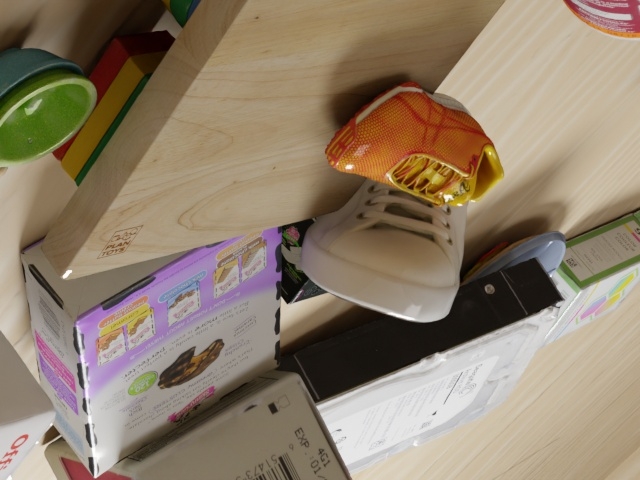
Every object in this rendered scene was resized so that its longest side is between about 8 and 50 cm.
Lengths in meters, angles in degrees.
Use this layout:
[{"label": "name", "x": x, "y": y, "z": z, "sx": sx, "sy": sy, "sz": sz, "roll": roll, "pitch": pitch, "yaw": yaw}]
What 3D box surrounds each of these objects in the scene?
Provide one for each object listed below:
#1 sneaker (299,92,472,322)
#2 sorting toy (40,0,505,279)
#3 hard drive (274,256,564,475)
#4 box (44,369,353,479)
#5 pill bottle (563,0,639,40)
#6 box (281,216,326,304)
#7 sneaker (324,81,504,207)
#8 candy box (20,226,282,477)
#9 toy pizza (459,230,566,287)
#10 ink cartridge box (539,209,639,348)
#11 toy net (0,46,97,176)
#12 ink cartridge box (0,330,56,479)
[{"label": "sneaker", "x": 0.052, "y": -0.036, "z": 1.306, "sx": 0.290, "sy": 0.106, "sz": 0.123, "roll": -83, "pitch": -171, "yaw": -72}, {"label": "sorting toy", "x": -0.026, "y": -0.113, "z": 1.098, "sx": 0.257, "sy": 0.089, "sz": 0.255, "roll": -15, "pitch": 150, "yaw": -50}, {"label": "hard drive", "x": 0.054, "y": 0.149, "z": 1.833, "sx": 0.339, "sy": 0.064, "sz": 0.237, "roll": -21, "pitch": 156, "yaw": -25}, {"label": "box", "x": -0.092, "y": 0.183, "z": 1.455, "sx": 0.149, "sy": 0.126, "sz": 0.232, "roll": -30, "pitch": -170, "yaw": -21}, {"label": "pill bottle", "x": 0.193, "y": -0.215, "z": 1.219, "sx": 0.121, "sy": 0.121, "sz": 0.221, "roll": -40, "pitch": 162, "yaw": 4}, {"label": "box", "x": 0.000, "y": 0.000, "z": 1.470, "sx": 0.062, "sy": 0.052, "sz": 0.083, "roll": -15, "pitch": 152, "yaw": -51}, {"label": "sneaker", "x": 0.064, "y": -0.054, "z": 1.157, "sx": 0.064, "sy": 0.067, "sz": 0.175, "roll": -46, "pitch": 159, "yaw": 25}, {"label": "candy box", "x": -0.110, "y": 0.050, "z": 1.302, "sx": 0.165, "sy": 0.070, "sz": 0.196, "roll": -31, "pitch": 150, "yaw": -23}, {"label": "toy pizza", "x": 0.164, "y": 0.054, "z": 1.934, "sx": 0.201, "sy": 0.032, "sz": 0.201, "roll": -35, "pitch": 160, "yaw": -15}, {"label": "ink cartridge box", "x": 0.306, "y": 0.036, "z": 2.106, "sx": 0.209, "sy": 0.062, "sz": 0.109, "roll": -22, "pitch": 154, "yaw": -42}, {"label": "toy net", "x": -0.212, "y": -0.019, "z": 1.042, "sx": 0.122, "sy": 0.045, "sz": 0.232, "roll": -20, "pitch": 154, "yaw": -44}, {"label": "ink cartridge box", "x": -0.295, "y": 0.141, "z": 1.183, "sx": 0.219, "sy": 0.092, "sz": 0.160, "roll": -13, "pitch": 149, "yaw": -52}]
